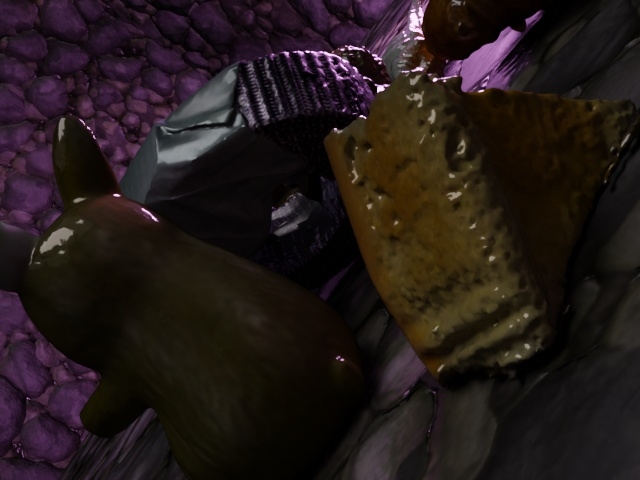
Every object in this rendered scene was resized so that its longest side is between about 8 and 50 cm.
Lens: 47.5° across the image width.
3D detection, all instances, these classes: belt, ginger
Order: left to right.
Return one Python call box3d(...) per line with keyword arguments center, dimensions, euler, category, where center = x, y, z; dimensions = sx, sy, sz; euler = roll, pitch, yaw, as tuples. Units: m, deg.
box3d(center=(-0.062, -0.038, 0.731), dimensions=(0.325, 0.260, 0.122), euler=(-49, 47, 37), category="belt")
box3d(center=(0.217, -0.334, 0.760), dimensions=(0.274, 0.152, 0.357), euler=(106, -170, -53), category="ginger")

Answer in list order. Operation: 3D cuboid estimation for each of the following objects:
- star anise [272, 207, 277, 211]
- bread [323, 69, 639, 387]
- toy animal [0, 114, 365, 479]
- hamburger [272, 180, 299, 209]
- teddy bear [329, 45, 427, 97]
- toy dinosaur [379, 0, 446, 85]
box3d(center=(-0.093, 0.051, 1.023), dimensions=(0.223, 0.109, 0.236), euler=(-53, 11, 35), category="star anise")
box3d(center=(0.112, -0.014, 0.431), dimensions=(0.160, 0.169, 0.140), euler=(-13, -13, -30), category="bread")
box3d(center=(-0.141, 0.052, 0.579), dimensions=(0.181, 0.363, 0.180), euler=(-56, -4, -30), category="toy animal")
box3d(center=(-0.067, -0.146, 1.290), dimensions=(0.277, 0.195, 0.318), euler=(-33, 26, 58), category="hamburger")
box3d(center=(0.047, -0.157, 0.875), dimensions=(0.251, 0.182, 0.129), euler=(-108, 30, -59), category="teddy bear")
box3d(center=(0.120, -0.268, 1.067), dimensions=(0.205, 0.092, 0.393), euler=(-16, 41, 59), category="toy dinosaur")
